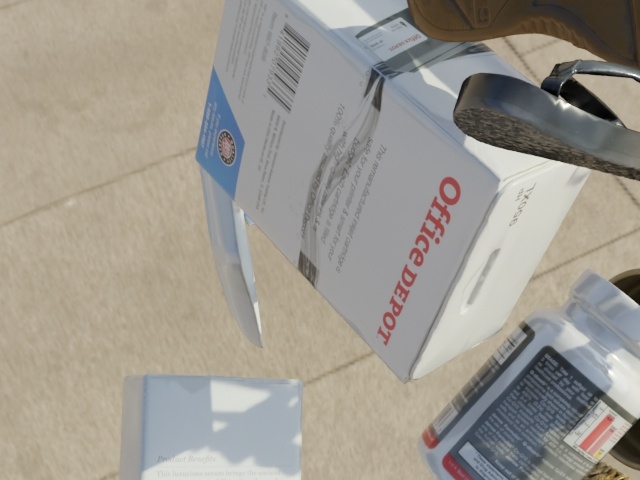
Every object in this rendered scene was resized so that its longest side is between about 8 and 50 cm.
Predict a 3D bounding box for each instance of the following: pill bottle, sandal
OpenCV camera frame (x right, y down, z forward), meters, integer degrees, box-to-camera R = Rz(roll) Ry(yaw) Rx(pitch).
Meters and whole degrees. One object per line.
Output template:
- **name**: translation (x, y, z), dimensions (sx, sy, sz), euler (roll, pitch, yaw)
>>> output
- **pill bottle**: translation (0.327, 0.229, 1.386), dimensions (0.210, 0.210, 0.363), euler (44, 97, 24)
- **sandal**: translation (0.174, -0.065, 0.556), dimensions (0.254, 0.055, 0.097), euler (8, 6, -37)

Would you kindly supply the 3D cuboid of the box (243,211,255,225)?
- **box**: translation (-0.146, -0.101, 1.838), dimensions (0.109, 0.042, 0.178), euler (-11, 68, -46)

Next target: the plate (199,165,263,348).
- **plate**: translation (-0.136, -0.012, 1.453), dimensions (0.045, 0.277, 0.278), euler (-10, 58, -3)

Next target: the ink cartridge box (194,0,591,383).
- **ink cartridge box**: translation (0.058, -0.093, 1.030), dimensions (0.166, 0.285, 0.395), euler (-21, 55, -36)

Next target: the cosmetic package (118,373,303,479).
- **cosmetic package**: translation (-0.160, 0.416, 1.351), dimensions (0.230, 0.161, 0.454), euler (5, 80, -22)

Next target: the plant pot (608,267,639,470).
- **plant pot**: translation (0.626, 0.211, 1.592), dimensions (0.280, 0.323, 0.323), euler (4, 54, -26)

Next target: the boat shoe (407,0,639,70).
- **boat shoe**: translation (0.224, -0.198, 0.737), dimensions (0.123, 0.123, 0.342), euler (-19, 21, -39)

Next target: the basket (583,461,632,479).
- **basket**: translation (0.425, 0.535, 1.620), dimensions (0.299, 0.223, 0.213), euler (-5, 23, -33)
